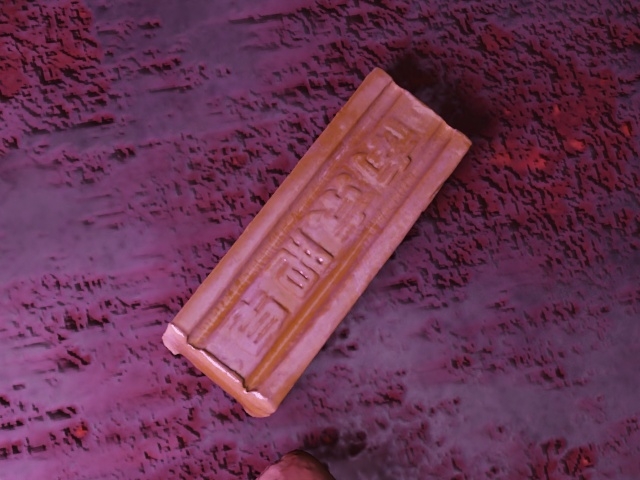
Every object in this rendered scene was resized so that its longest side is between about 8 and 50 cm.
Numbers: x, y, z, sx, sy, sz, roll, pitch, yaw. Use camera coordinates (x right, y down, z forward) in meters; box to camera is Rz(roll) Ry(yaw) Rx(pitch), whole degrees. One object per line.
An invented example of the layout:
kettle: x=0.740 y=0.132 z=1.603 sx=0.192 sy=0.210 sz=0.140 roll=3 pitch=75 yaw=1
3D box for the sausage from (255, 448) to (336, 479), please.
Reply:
sausage: x=0.067 y=0.258 z=0.908 sx=0.301 sy=0.066 sz=0.066 roll=45 pitch=71 yaw=5

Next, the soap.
soap: x=0.000 y=0.000 z=0.978 sx=0.092 sy=0.037 sz=0.252 roll=37 pitch=71 yaw=1
